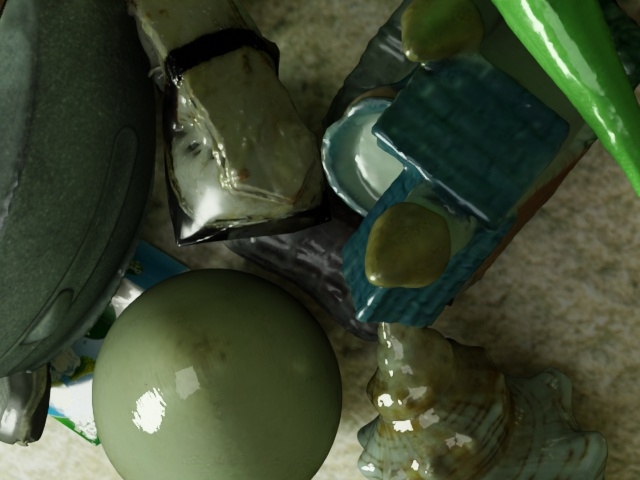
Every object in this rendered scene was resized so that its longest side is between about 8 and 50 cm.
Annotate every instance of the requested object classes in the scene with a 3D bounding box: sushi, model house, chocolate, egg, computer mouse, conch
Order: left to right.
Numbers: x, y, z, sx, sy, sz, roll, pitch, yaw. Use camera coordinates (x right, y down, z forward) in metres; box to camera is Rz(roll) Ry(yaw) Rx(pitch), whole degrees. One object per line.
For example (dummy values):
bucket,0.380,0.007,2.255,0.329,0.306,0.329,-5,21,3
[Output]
computer mouse,-0.223,-0.051,1.536,0.114,0.203,0.374,13,95,23
egg,-0.089,0.129,1.546,0.218,0.218,0.295,34,165,10
sushi,-0.083,-0.138,1.464,0.134,0.109,0.273,-13,76,-1
chocolate,0.000,0.000,1.541,0.248,0.110,0.110,37,124,8
model house,0.075,-0.065,1.336,0.194,0.325,0.267,39,124,4
conch,0.159,0.183,1.523,0.203,0.169,0.386,5,152,50

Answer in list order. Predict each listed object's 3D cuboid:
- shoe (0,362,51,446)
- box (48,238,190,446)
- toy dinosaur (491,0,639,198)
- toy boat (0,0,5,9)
shoe,-0.391,0.079,1.679,0.336,0.171,0.132,40,125,36
box,-0.223,0.079,1.711,0.139,0.073,0.194,32,123,13
toy dinosaur,0.140,-0.234,1.285,0.144,0.374,0.500,-24,124,23
toy boat,-0.350,-0.266,1.585,0.162,0.136,0.445,-18,102,28
